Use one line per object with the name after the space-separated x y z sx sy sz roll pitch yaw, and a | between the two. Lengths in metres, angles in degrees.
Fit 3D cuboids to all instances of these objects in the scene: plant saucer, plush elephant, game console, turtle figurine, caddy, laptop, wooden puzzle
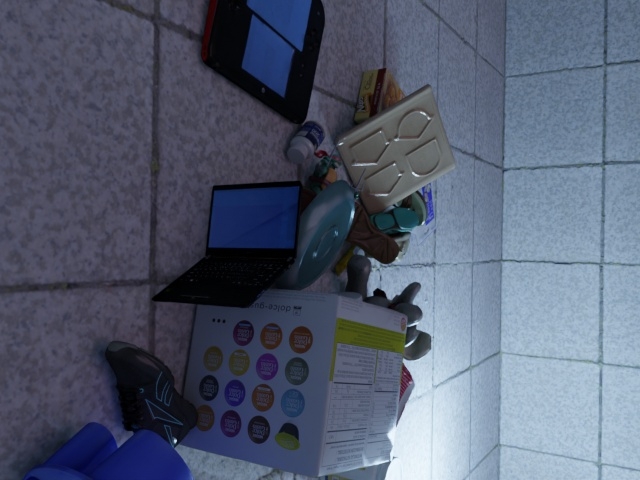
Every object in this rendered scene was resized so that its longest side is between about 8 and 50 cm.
0.000 0.000 1.501 0.317 0.044 0.317 -51 161 -26 | plant saucer
0.207 0.220 1.794 0.256 0.272 0.329 -14 132 -44 | plush elephant
-0.117 -0.497 1.429 0.387 0.060 0.341 22 72 -56 | game console
0.024 -0.148 1.614 0.175 0.118 0.234 28 82 -40 | turtle figurine
-0.320 0.453 0.950 0.179 0.242 0.341 -50 131 -52 | caddy
-0.177 0.001 1.174 0.264 0.235 0.136 -45 126 -49 | laptop
0.227 -0.271 1.845 0.080 0.322 0.347 58 -2 47 | wooden puzzle

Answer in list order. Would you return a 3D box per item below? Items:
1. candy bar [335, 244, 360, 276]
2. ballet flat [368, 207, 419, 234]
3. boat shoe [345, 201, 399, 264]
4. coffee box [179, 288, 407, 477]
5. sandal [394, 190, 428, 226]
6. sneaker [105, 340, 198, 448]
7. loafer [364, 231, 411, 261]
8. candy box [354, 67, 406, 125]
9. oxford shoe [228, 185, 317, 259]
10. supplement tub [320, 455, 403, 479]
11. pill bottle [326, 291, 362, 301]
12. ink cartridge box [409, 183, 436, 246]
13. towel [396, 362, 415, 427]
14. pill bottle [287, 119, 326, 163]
0.084 0.048 1.809 0.161 0.018 0.040 -50 135 -47 | candy bar
0.217 -0.056 1.953 0.247 0.087 0.083 -10 79 -47 | ballet flat
0.104 -0.032 1.745 0.285 0.089 0.104 43 84 -24 | boat shoe
-0.047 0.289 1.295 0.338 0.338 0.333 24 71 -58 | coffee box
0.262 -0.160 2.026 0.086 0.120 0.302 -49 127 -24 | sandal
-0.311 0.289 1.092 0.106 0.101 0.267 -57 136 -38 | sneaker
0.224 0.028 1.956 0.269 0.102 0.091 -16 102 -55 | loafer
0.227 -0.386 1.965 0.316 0.088 0.182 38 59 -51 | candy box
-0.116 -0.026 1.423 0.348 0.123 0.130 -46 155 -50 | oxford shoe
0.115 0.650 1.699 0.144 0.200 0.144 -3 94 -59 | supplement tub
0.058 0.296 1.629 0.169 0.170 0.301 -15 104 -58 | pill bottle
0.364 -0.108 2.237 0.206 0.045 0.208 -35 119 -53 | ink cartridge box
0.152 0.385 1.588 0.237 0.037 0.328 -59 135 -33 | towel
-0.038 -0.250 1.556 0.120 0.067 0.067 -59 137 -40 | pill bottle
